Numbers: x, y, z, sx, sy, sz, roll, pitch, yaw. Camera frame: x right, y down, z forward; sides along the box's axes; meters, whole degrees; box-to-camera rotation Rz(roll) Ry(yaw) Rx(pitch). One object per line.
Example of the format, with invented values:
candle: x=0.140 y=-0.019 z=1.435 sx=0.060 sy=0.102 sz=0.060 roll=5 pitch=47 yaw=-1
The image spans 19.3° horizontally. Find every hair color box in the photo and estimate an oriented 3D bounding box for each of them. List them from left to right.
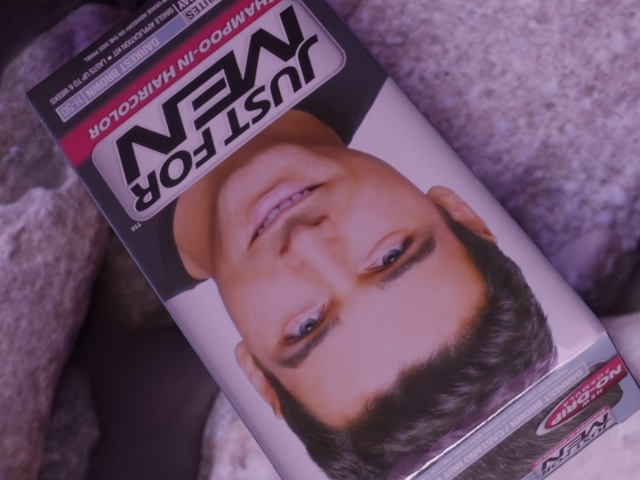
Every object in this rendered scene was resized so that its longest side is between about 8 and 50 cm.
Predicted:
hair color box: x=0.000 y=0.000 z=1.102 sx=0.185 sy=0.113 sz=0.374 roll=-38 pitch=57 yaw=1
